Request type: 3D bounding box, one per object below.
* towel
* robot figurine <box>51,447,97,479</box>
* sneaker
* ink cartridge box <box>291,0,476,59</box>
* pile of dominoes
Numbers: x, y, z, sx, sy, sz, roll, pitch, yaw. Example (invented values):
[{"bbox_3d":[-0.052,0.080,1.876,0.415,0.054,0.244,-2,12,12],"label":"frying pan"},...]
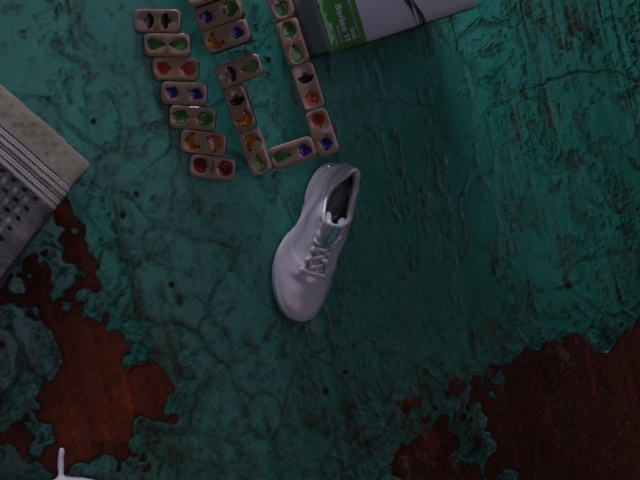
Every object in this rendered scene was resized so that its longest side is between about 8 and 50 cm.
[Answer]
[{"bbox_3d":[-0.465,-0.075,1.523,0.324,0.056,0.312,41,57,-13],"label":"towel"},{"bbox_3d":[-0.270,0.424,1.543,0.300,0.200,0.353,-36,104,-55],"label":"robot figurine"},{"bbox_3d":[0.000,0.000,1.691,0.080,0.094,0.212,18,85,-19],"label":"sneaker"},{"bbox_3d":[0.069,-0.297,1.685,0.208,0.153,0.087,-20,99,-17],"label":"ink cartridge box"},{"bbox_3d":[-0.106,-0.197,1.645,0.196,0.040,0.251,-18,96,7],"label":"pile of dominoes"}]
